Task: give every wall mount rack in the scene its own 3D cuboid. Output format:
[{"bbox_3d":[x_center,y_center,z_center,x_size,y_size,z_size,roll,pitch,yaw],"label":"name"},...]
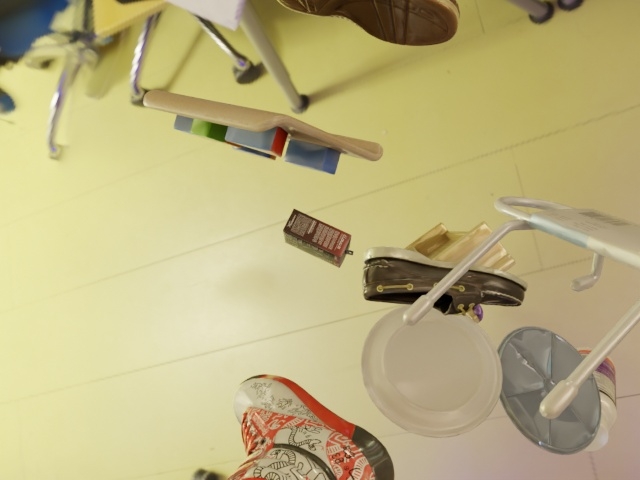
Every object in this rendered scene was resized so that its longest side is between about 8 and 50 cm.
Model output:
[{"bbox_3d":[0.277,0.053,0.768,0.350,0.304,0.130,30,119,55],"label":"wall mount rack"}]

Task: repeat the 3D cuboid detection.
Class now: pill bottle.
[{"bbox_3d":[0.499,0.298,1.374,0.108,0.193,0.108,10,123,16],"label":"pill bottle"}]

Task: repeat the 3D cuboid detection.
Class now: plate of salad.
[{"bbox_3d":[0.155,0.181,1.030,0.200,0.048,0.199,3,58,-4],"label":"plate of salad"}]

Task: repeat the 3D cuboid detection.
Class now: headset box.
[{"bbox_3d":[0.000,0.000,0.863,0.083,0.062,0.032,24,78,6],"label":"headset box"}]

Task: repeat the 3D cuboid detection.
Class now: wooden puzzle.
[{"bbox_3d":[-0.103,-0.191,1.353,0.322,0.348,0.080,17,97,36],"label":"wooden puzzle"}]

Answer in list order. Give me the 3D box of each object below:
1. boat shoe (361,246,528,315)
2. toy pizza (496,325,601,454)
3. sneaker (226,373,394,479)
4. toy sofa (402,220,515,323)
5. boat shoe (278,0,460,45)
[{"bbox_3d":[0.163,0.065,0.964,0.228,0.081,0.068,11,70,-9],"label":"boat shoe"},{"bbox_3d":[0.345,0.229,1.122,0.032,0.201,0.201,-48,57,52],"label":"toy pizza"},{"bbox_3d":[-0.060,0.234,0.820,0.270,0.145,0.090,16,117,48],"label":"sneaker"},{"bbox_3d":[0.320,0.066,1.713,0.150,0.362,0.177,-36,94,-5],"label":"toy sofa"},{"bbox_3d":[0.080,-0.419,1.194,0.342,0.123,0.123,21,65,25],"label":"boat shoe"}]
